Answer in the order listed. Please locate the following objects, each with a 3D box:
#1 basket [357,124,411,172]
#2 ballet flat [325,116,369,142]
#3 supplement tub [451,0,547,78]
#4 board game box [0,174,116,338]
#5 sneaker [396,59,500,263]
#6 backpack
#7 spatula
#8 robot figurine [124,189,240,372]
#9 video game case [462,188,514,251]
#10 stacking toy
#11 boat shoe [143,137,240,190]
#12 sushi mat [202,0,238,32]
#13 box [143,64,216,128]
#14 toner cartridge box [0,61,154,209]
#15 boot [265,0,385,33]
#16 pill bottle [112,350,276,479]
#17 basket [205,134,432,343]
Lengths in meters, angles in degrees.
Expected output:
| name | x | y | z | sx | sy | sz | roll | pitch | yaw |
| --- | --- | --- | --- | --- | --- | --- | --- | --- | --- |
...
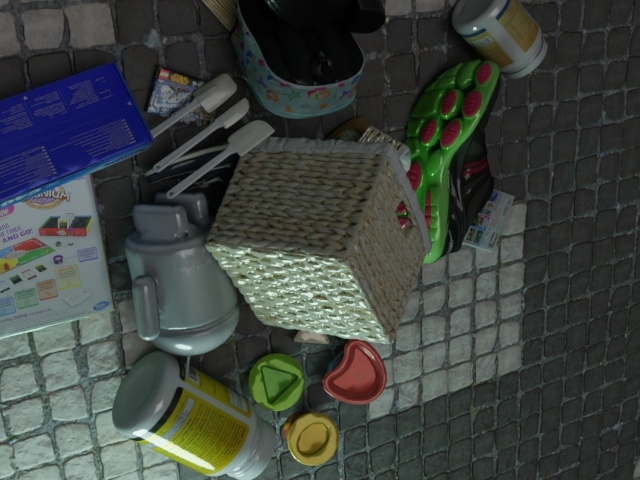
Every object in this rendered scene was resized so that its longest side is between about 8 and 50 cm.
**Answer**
| name | x | y | z | sx | sy | sz | roll | pitch | yaw |
| --- | --- | --- | --- | --- | --- | --- | --- | --- | --- |
| basket | 0.124 | -0.165 | 1.702 | 0.103 | 0.167 | 0.113 | 36 | 87 | 12 |
| ballet flat | 0.031 | -0.184 | 1.706 | 0.232 | 0.073 | 0.080 | -40 | 119 | -11 |
| supplement tub | 0.407 | -0.474 | 1.768 | 0.200 | 0.144 | 0.144 | 37 | 88 | -32 |
| board game box | -0.534 | 0.009 | 1.474 | 0.242 | 0.064 | 0.316 | -13 | 112 | -24 |
| sneaker | 0.307 | -0.183 | 1.821 | 0.202 | 0.185 | 0.482 | 1 | 110 | -47 |
| backpack | -0.042 | -0.350 | 1.505 | 0.225 | 0.253 | 0.191 | -17 | 150 | -23 |
| spatula | -0.232 | -0.201 | 1.502 | 0.242 | 0.019 | 0.168 | -37 | 82 | -8 |
| robot figurine | -0.271 | 0.080 | 1.557 | 0.300 | 0.200 | 0.353 | -39 | 128 | -52 |
| video game case | 0.410 | -0.059 | 1.984 | 0.143 | 0.019 | 0.157 | 15 | 100 | -31 |
| stacking toy | -0.019 | 0.338 | 1.867 | 0.279 | 0.130 | 0.309 | 45 | 79 | -5 |
| boat shoe | -0.227 | -0.150 | 1.572 | 0.255 | 0.095 | 0.079 | -23 | 105 | -30 |
| sushi mat | -0.222 | -0.559 | 1.478 | 0.151 | 0.019 | 0.316 | -48 | 122 | -5 |
| box | -0.269 | -0.280 | 1.540 | 0.137 | 0.027 | 0.094 | 13 | 101 | -31 |
| toner cartridge box | -0.489 | -0.176 | 1.378 | 0.348 | 0.075 | 0.165 | -26 | 93 | -24 |
| boot | -0.021 | -0.527 | 1.455 | 0.264 | 0.280 | 0.096 | -4 | 151 | -30 |
| pill bottle | -0.260 | 0.388 | 1.675 | 0.334 | 0.188 | 0.188 | 38 | 87 | -32 |
| basket | 0.000 | 0.000 | 1.522 | 0.266 | 0.331 | 0.328 | -66 | 147 | -28 |
